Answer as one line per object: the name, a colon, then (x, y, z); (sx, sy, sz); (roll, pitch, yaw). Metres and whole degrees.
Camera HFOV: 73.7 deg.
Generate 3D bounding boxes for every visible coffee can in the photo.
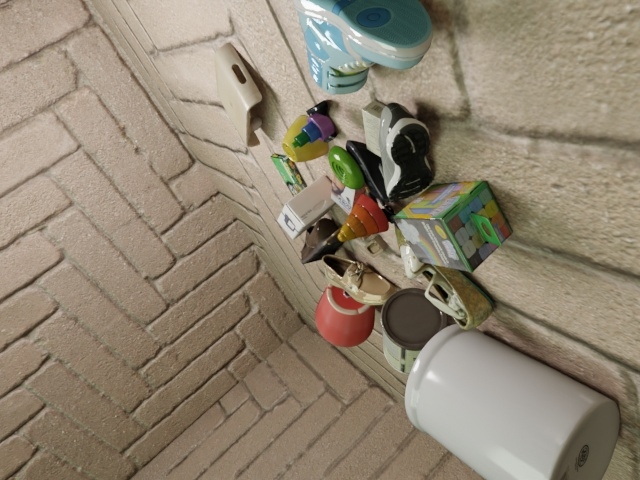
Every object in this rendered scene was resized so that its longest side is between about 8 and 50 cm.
coffee can: (0.303, 0.308, 1.411); (0.201, 0.201, 0.275); (41, 162, 29)

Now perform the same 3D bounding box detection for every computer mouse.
computer mouse: (0.145, -0.153, 1.098); (0.262, 0.060, 0.184); (57, 179, -13)

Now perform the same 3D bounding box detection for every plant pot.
plant pot: (-0.056, -0.284, 1.256); (0.134, 0.095, 0.134); (44, 163, 18)
plant pot: (0.112, 0.275, 1.795); (0.275, 0.275, 0.243); (43, 153, 24)

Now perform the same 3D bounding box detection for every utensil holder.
utensil holder: (0.463, 0.432, 1.064); (0.385, 0.327, 0.328); (22, 148, 53)

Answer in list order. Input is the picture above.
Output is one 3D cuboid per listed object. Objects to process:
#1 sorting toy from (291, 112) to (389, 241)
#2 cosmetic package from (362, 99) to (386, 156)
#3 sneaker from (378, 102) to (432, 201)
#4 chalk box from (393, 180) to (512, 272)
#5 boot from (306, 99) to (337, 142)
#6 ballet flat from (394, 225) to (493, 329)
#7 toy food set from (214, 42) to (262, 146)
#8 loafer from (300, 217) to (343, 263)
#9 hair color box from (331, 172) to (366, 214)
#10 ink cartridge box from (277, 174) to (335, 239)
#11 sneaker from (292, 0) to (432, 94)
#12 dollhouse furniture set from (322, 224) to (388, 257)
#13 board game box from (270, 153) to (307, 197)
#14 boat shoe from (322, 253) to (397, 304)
sorting toy: (0.038, -0.134, 1.085); (0.366, 0.126, 0.127); (57, 168, -25)
cosmetic package: (0.130, -0.244, 0.943); (0.060, 0.041, 0.115); (40, 161, 32)
sneaker: (0.175, -0.179, 0.909); (0.272, 0.100, 0.108); (72, 177, -59)
chalk box: (0.279, -0.031, 0.861); (0.132, 0.132, 0.213); (57, 162, -18)
boot: (0.010, -0.309, 1.119); (0.099, 0.045, 0.121); (57, 170, -15)
ballet flat: (0.292, 0.086, 1.109); (0.348, 0.123, 0.123); (48, 164, 10)
toy food set: (-0.260, -0.476, 1.435); (0.220, 0.092, 0.306); (60, 164, 8)
loafer: (0.000, 0.000, 1.735); (0.366, 0.133, 0.130); (137, 117, -65)
hair color box: (0.081, -0.151, 1.262); (0.093, 0.053, 0.167); (45, 162, 17)
ink cartridge box: (-0.043, -0.109, 1.471); (0.100, 0.172, 0.237); (50, 164, 0)
sneaker: (0.076, -0.330, 0.759); (0.319, 0.127, 0.208); (51, 165, 36)
dollhouse furniture set: (0.112, 0.015, 1.417); (0.151, 0.123, 0.144); (49, 164, 3)
board game box: (-0.095, -0.214, 1.642); (0.136, 0.030, 0.260); (30, 155, 55)
boat shoe: (0.131, 0.141, 1.602); (0.341, 0.121, 0.110); (18, 143, 43)
